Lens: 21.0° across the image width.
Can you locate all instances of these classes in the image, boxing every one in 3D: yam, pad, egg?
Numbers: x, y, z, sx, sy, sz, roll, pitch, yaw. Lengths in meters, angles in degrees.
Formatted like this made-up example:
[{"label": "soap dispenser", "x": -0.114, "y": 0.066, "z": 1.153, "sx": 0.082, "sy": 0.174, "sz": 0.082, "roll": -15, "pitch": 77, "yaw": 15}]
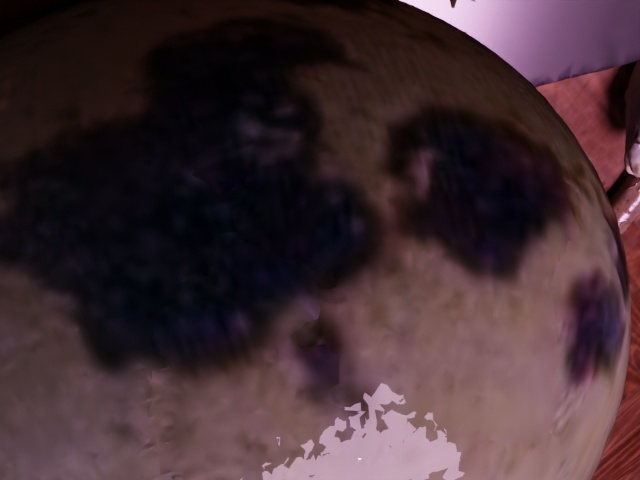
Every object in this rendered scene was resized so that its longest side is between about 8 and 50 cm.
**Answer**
[{"label": "yam", "x": 0.250, "y": -0.031, "z": 1.414, "sx": 0.032, "sy": 0.032, "sz": 0.145, "roll": 7, "pitch": 127, "yaw": -48}, {"label": "pad", "x": 0.099, "y": -0.155, "z": 1.061, "sx": 0.246, "sy": 0.006, "sz": 0.170, "roll": -15, "pitch": 131, "yaw": -9}, {"label": "egg", "x": -0.064, "y": 0.047, "z": 0.835, "sx": 0.428, "sy": 0.345, "sz": 0.345, "roll": -7, "pitch": 142, "yaw": -2}]

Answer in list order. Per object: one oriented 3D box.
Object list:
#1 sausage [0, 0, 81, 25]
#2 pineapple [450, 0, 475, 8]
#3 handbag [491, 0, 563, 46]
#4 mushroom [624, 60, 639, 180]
[{"label": "sausage", "x": -0.124, "y": -0.170, "z": 0.827, "sx": 0.328, "sy": 0.112, "sz": 0.112, "roll": -22, "pitch": 144, "yaw": -21}, {"label": "pineapple", "x": 0.172, "y": -0.215, "z": 0.829, "sx": 0.262, "sy": 0.272, "sz": 0.262, "roll": -47, "pitch": 146, "yaw": -45}, {"label": "handbag", "x": 0.181, "y": -0.209, "z": 1.108, "sx": 0.127, "sy": 0.063, "sz": 0.190, "roll": 3, "pitch": 127, "yaw": -45}, {"label": "mushroom", "x": 0.292, "y": -0.148, "z": 1.255, "sx": 0.099, "sy": 0.096, "sz": 0.278, "roll": -11, "pitch": 134, "yaw": -37}]
